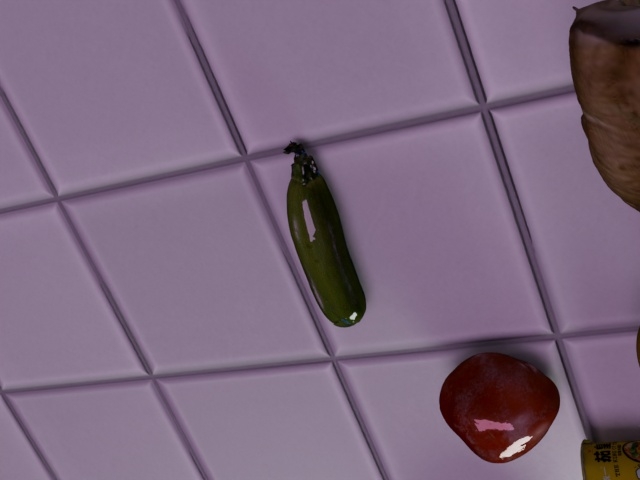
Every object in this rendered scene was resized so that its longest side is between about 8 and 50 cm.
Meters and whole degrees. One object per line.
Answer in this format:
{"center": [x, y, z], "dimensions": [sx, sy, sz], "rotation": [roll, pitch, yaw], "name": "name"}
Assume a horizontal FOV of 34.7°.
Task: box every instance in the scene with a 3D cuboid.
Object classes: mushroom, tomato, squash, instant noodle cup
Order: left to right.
{"center": [0.001, 0.000, 1.613], "dimensions": [0.087, 0.087, 0.331], "rotation": [-4, 118, 25], "name": "squash"}
{"center": [0.283, 0.262, 1.622], "dimensions": [0.187, 0.151, 0.187], "rotation": [11, 120, 19], "name": "tomato"}
{"center": [0.501, 0.389, 1.602], "dimensions": [0.144, 0.182, 0.182], "rotation": [-16, 114, 21], "name": "instant noodle cup"}
{"center": [0.438, -0.143, 1.210], "dimensions": [0.224, 0.313, 0.397], "rotation": [3, 128, 26], "name": "mushroom"}

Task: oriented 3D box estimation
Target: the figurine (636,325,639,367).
{"center": [0.563, 0.162, 1.429], "dimensions": [0.257, 0.167, 0.192], "rotation": [21, 117, -18], "name": "figurine"}
